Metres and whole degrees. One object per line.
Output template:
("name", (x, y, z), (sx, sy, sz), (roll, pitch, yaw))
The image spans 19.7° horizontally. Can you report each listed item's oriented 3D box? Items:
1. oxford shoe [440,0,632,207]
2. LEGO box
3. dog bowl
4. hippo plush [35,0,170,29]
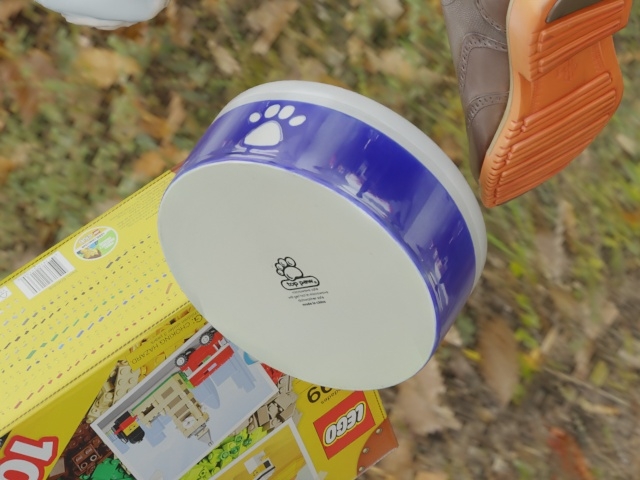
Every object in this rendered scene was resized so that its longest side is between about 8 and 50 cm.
("oxford shoe", (0.166, -0.156, 1.508), (0.130, 0.363, 0.132), (-28, 65, -19))
("LEGO box", (-0.207, 0.197, 1.900), (0.500, 0.372, 0.193), (-35, 45, -15))
("dog bowl", (0.000, 0.000, 1.545), (0.265, 0.265, 0.104), (6, 45, 30))
("hippo plush", (-0.207, -0.132, 0.830), (0.234, 0.294, 0.236), (45, 113, -6))
